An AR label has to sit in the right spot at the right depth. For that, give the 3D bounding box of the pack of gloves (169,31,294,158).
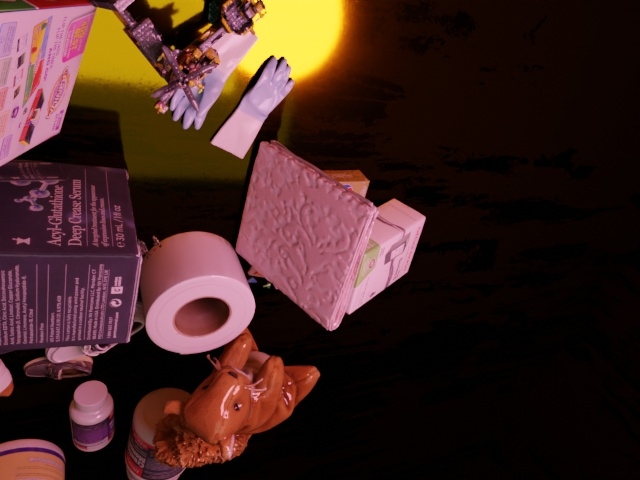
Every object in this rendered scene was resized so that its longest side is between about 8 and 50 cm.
[{"bbox_3d":[-0.167,-0.284,0.923,0.195,0.046,0.232,24,113,-38],"label":"pack of gloves"}]

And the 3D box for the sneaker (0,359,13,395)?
[{"bbox_3d":[-0.861,0.374,1.066,0.290,0.106,0.123,-17,130,-16],"label":"sneaker"}]

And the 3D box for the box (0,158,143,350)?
[{"bbox_3d":[-0.537,0.014,0.806,0.396,0.293,0.211,1,125,-29],"label":"box"}]

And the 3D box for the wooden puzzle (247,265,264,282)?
[{"bbox_3d":[-0.147,0.072,1.250,0.079,0.014,0.116,10,122,-33],"label":"wooden puzzle"}]

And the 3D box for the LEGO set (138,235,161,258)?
[{"bbox_3d":[-0.397,0.015,1.062,0.083,0.023,0.054,-8,118,5],"label":"LEGO set"}]

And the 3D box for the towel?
[{"bbox_3d":[-0.046,-0.014,1.029,0.053,0.332,0.316,-19,136,-46],"label":"towel"}]

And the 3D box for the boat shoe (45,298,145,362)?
[{"bbox_3d":[-0.542,0.231,1.127,0.258,0.084,0.095,-32,135,0],"label":"boat shoe"}]

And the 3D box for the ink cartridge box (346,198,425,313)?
[{"bbox_3d":[0.137,0.034,1.225,0.273,0.115,0.198,-28,141,-40],"label":"ink cartridge box"}]

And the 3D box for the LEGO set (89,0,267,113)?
[{"bbox_3d":[-0.216,-0.374,0.681,0.255,0.192,0.331,-39,132,-13],"label":"LEGO set"}]

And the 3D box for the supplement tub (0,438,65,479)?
[{"bbox_3d":[-0.808,0.732,1.234,0.241,0.331,0.241,-14,132,-17],"label":"supplement tub"}]

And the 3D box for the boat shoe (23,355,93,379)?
[{"bbox_3d":[-0.651,0.320,1.169,0.152,0.049,0.056,-2,128,-26],"label":"boat shoe"}]

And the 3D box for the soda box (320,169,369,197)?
[{"bbox_3d":[0.022,-0.132,1.135,0.181,0.061,0.058,-4,128,-25],"label":"soda box"}]

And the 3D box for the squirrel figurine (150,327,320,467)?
[{"bbox_3d":[-0.238,0.437,1.178,0.397,0.281,0.370,-55,172,7],"label":"squirrel figurine"}]

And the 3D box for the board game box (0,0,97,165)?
[{"bbox_3d":[-0.432,-0.223,0.648,0.064,0.316,0.242,25,114,-15],"label":"board game box"}]

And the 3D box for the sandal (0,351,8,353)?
[{"bbox_3d":[-0.714,0.213,1.049,0.255,0.054,0.097,-7,147,-24],"label":"sandal"}]

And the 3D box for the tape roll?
[{"bbox_3d":[-0.294,0.123,1.110,0.246,0.169,0.246,-15,131,-17],"label":"tape roll"}]

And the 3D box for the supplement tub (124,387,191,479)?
[{"bbox_3d":[-0.469,0.591,1.391,0.191,0.191,0.272,4,124,-30],"label":"supplement tub"}]

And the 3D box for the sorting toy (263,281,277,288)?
[{"bbox_3d":[-0.117,0.113,1.292,0.083,0.012,0.062,-32,142,-8],"label":"sorting toy"}]

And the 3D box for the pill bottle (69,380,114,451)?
[{"bbox_3d":[-0.619,0.473,1.273,0.108,0.108,0.193,-3,128,-25],"label":"pill bottle"}]
